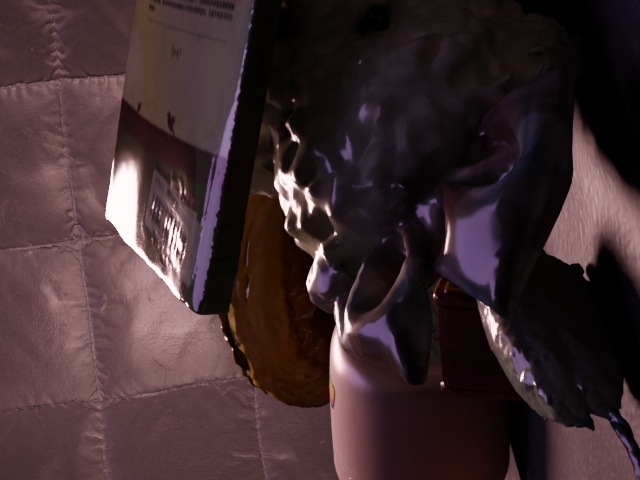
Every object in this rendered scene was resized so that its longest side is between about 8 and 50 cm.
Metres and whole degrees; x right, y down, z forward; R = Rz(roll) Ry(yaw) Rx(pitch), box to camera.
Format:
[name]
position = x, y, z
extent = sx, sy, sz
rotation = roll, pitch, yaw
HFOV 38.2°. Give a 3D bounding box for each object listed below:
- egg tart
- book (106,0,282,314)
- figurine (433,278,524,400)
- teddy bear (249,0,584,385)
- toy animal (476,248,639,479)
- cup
[egg tart]
position = 0.000, 0.000, 1.222
extent = 0.443, 0.178, 0.443
rotation = -18, -66, -48
[book]
position = -0.073, -0.124, 0.538
extent = 0.201, 0.026, 0.289
rotation = 36, 117, 58
[figurine]
position = 0.143, 0.068, 0.775
extent = 0.098, 0.082, 0.154
rotation = -77, -18, -45
[teddy bear]
position = -0.006, -0.142, 0.564
extent = 0.375, 0.327, 0.362
rotation = 46, -153, 0
[toy animal]
position = 0.144, 0.089, 0.492
extent = 0.079, 0.070, 0.253
rotation = 26, -147, -44
[cup]
position = 0.109, 0.137, 0.975
extent = 0.253, 0.191, 0.200
rotation = -72, -18, -48
